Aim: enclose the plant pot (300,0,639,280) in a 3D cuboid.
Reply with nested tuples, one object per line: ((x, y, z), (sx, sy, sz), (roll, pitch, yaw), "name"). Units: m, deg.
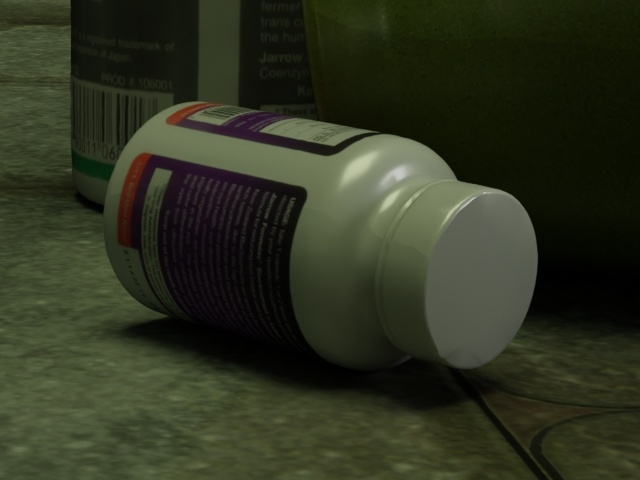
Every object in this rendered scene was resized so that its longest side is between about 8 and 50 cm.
((0.181, -0.125, 1.043), (0.353, 0.366, 0.366), (-8, 11, 11), "plant pot")

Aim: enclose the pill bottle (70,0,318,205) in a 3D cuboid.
((-0.057, -0.205, 1.222), (0.204, 0.361, 0.204), (2, 12, 0), "pill bottle")

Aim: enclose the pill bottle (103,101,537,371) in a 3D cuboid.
((0.000, 0.000, 0.891), (0.193, 0.108, 0.108), (14, 17, 42), "pill bottle")
